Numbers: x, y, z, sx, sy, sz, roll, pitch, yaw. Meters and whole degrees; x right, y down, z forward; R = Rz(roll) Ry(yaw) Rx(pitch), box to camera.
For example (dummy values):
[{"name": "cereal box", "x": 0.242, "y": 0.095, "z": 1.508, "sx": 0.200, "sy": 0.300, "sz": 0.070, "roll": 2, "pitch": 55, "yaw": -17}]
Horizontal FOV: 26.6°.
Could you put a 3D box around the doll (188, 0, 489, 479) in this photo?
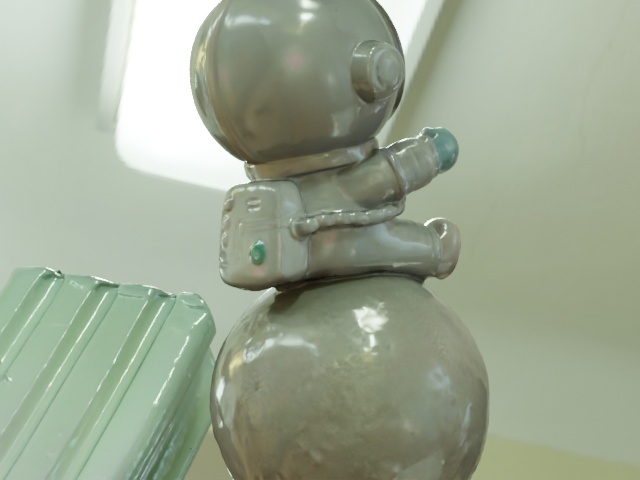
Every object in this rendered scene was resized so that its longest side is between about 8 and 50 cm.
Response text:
[{"name": "doll", "x": 0.000, "y": 0.000, "z": 0.680, "sx": 0.151, "sy": 0.151, "sz": 0.287, "roll": -7, "pitch": -83, "yaw": 21}]

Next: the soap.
[{"name": "soap", "x": -0.189, "y": 0.154, "z": 0.919, "sx": 0.173, "sy": 0.289, "sz": 0.095, "roll": 9, "pitch": -44, "yaw": 19}]
